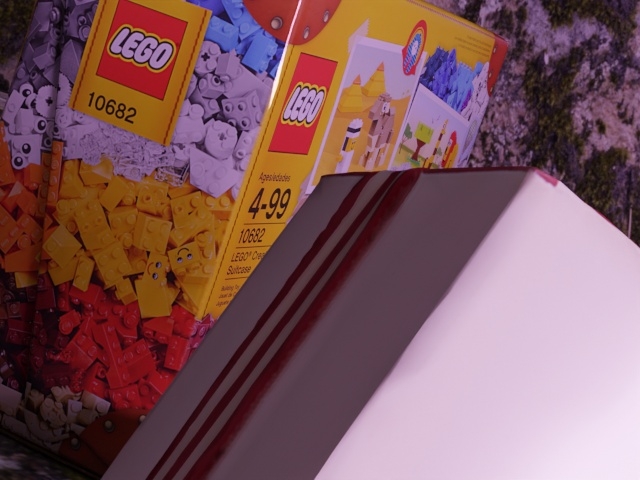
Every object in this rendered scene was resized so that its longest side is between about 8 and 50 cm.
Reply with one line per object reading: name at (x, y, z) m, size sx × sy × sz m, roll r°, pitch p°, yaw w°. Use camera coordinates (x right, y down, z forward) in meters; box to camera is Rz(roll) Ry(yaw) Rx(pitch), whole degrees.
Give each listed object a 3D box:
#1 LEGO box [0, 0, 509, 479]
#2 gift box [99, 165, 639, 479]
LEGO box at (-0.050, -0.043, 1.132) m, size 0.193 × 0.372 × 0.500 m, roll 22°, pitch 10°, yaw 19°
gift box at (0.015, 0.132, 0.424) m, size 0.276 × 0.258 × 0.255 m, roll 36°, pitch -6°, yaw -7°
